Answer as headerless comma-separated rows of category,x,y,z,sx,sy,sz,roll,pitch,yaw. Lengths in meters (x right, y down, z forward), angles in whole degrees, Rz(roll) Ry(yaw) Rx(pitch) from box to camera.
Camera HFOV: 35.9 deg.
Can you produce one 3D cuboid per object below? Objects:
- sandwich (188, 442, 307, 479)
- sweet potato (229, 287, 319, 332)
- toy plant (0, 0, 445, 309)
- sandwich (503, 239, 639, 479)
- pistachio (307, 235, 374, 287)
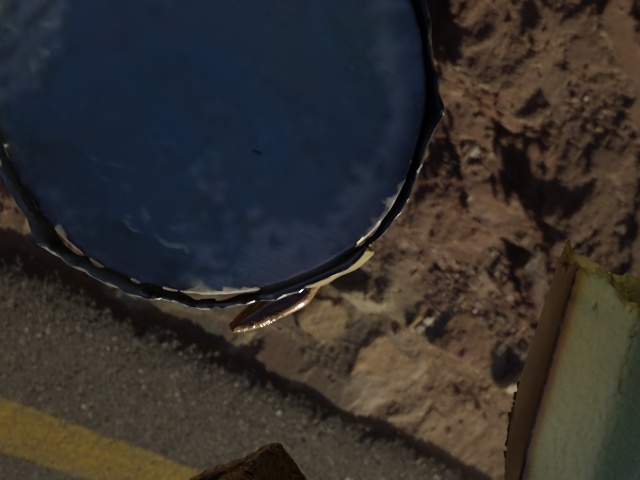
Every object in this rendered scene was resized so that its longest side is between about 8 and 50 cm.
sandwich,-0.092,0.553,1.842,0.325,0.262,0.131,55,43,-5
sweet potato,-0.059,0.099,1.862,0.255,0.058,0.078,-38,124,9
toy plant,-0.054,-0.126,0.619,0.247,0.332,0.247,0,110,0
sandwich,0.215,0.112,0.765,0.108,0.220,0.186,16,123,7
pistachio,0.000,0.000,1.347,0.226,0.136,0.136,-1,121,-60
